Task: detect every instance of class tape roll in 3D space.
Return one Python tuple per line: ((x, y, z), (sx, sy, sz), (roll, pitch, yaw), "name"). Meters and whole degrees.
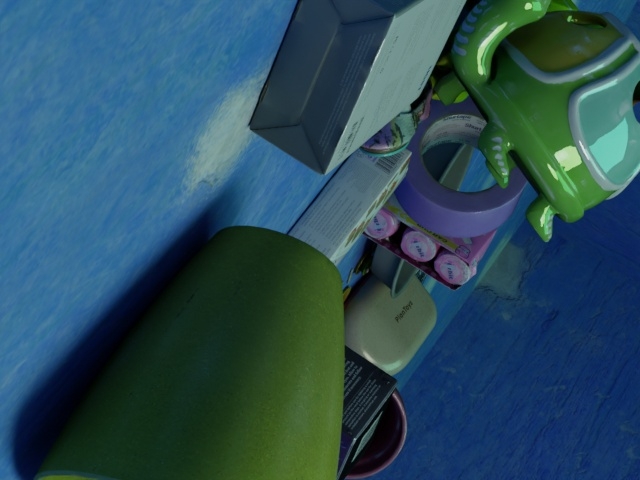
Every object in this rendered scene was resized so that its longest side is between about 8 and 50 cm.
((0.197, -0.104, 1.938), (0.189, 0.189, 0.080), (-52, 168, -25), "tape roll")

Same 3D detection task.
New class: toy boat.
((0.085, 0.148, 2.361), (0.151, 0.151, 0.231), (-28, -167, 42), "toy boat")

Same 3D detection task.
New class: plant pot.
((-0.087, 0.143, 1.309), (0.274, 0.275, 0.293), (98, 11, -65), "plant pot")
((0.054, 0.307, 2.494), (0.201, 0.201, 0.180), (-59, -176, 10), "plant pot")

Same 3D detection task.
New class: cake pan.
((0.163, -0.047, 2.234), (0.293, 0.054, 0.293), (-60, 169, -20), "cake pan")

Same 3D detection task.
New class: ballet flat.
((0.089, -0.163, 1.649), (0.221, 0.077, 0.079), (-44, 145, -65), "ballet flat")

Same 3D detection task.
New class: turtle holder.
((0.276, -0.186, 1.681), (0.227, 0.320, 0.243), (-35, -169, 6), "turtle holder")

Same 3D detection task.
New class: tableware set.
((0.053, 0.077, 2.245), (0.154, 0.024, 0.104), (-51, 168, -31), "tableware set")

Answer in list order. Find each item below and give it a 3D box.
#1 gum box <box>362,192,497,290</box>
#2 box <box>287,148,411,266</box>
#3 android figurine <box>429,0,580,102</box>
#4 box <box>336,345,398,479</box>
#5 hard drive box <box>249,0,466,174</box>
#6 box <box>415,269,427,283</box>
((0.157, -0.015, 2.009), (0.107, 0.188, 0.062), (-45, 164, -49), "gum box")
((0.000, 0.000, 1.699), (0.324, 0.067, 0.063), (-53, 168, -25), "box")
((0.239, -0.267, 1.796), (0.248, 0.056, 0.273), (-45, 158, 27), "android figurine")
((-0.026, 0.192, 1.741), (0.108, 0.207, 0.153), (-50, 165, -34), "box")
((0.049, -0.191, 1.316), (0.232, 0.089, 0.181), (-41, 160, -54), "hard drive box")
((0.148, 0.096, 2.634), (0.175, 0.051, 0.220), (-48, 165, -41), "box")
